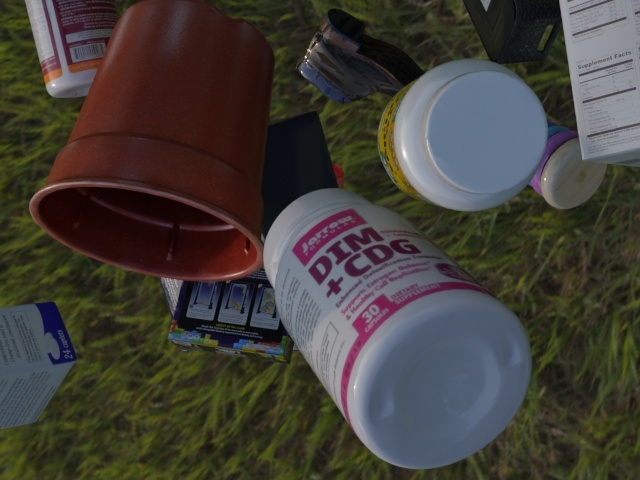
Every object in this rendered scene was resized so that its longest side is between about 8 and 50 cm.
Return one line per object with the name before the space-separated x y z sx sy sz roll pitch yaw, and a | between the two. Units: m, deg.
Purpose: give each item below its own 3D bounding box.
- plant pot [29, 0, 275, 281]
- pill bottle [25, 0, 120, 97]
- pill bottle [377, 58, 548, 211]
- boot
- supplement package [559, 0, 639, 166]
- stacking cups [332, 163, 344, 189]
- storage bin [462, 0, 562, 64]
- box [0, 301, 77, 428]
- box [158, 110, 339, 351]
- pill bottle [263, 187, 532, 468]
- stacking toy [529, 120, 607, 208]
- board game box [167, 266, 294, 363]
plant pot | -0.174 -0.123 1.171 0.272 0.265 0.272 9 158 4
pill bottle | -0.342 -0.317 1.360 0.121 0.121 0.221 -12 92 31
pill bottle | 0.112 -0.083 0.788 0.118 0.208 0.117 0 95 -2
boot | 0.070 -0.239 1.452 0.219 0.082 0.106 37 131 -13
supplement package | 0.463 -0.248 1.319 0.198 0.199 0.262 -11 83 41
stacking cups | 0.000 0.000 1.987 0.096 0.096 0.316 15 124 20
storage bin | 0.286 -0.366 1.483 0.122 0.084 0.180 104 153 -55
box | -0.320 0.124 0.920 0.126 0.137 0.072 -50 58 40
box | -0.121 -0.005 1.604 0.313 0.179 0.343 -5 105 47
pill bottle | 0.052 0.062 0.891 0.283 0.160 0.160 -132 38 -59
stacking toy | 0.386 -0.194 1.871 0.330 0.141 0.141 47 137 47
board game box | -0.113 0.089 1.373 0.170 0.141 0.048 8 160 14
